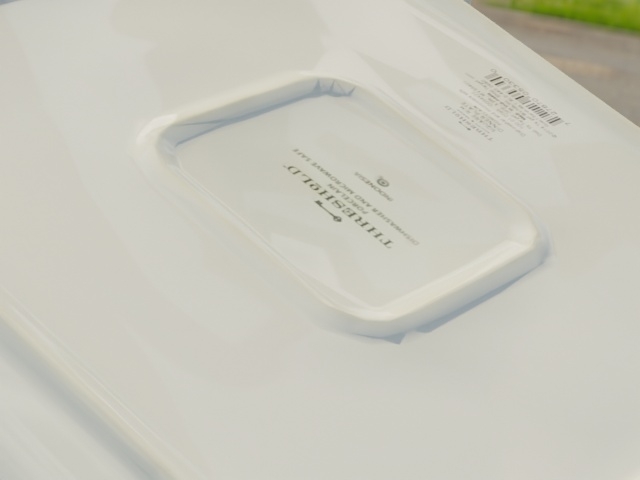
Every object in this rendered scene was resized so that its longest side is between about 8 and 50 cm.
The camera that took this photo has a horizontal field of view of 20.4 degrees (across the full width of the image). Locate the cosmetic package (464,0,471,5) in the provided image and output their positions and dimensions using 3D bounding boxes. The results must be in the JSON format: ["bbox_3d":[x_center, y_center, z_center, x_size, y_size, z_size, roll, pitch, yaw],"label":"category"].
[{"bbox_3d":[-0.129,-0.151,1.262,0.329,0.327,0.394,12,-15,-27],"label":"cosmetic package"}]

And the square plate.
[{"bbox_3d":[0.000,0.000,0.543,0.347,0.049,0.344,40,40,24],"label":"square plate"}]
